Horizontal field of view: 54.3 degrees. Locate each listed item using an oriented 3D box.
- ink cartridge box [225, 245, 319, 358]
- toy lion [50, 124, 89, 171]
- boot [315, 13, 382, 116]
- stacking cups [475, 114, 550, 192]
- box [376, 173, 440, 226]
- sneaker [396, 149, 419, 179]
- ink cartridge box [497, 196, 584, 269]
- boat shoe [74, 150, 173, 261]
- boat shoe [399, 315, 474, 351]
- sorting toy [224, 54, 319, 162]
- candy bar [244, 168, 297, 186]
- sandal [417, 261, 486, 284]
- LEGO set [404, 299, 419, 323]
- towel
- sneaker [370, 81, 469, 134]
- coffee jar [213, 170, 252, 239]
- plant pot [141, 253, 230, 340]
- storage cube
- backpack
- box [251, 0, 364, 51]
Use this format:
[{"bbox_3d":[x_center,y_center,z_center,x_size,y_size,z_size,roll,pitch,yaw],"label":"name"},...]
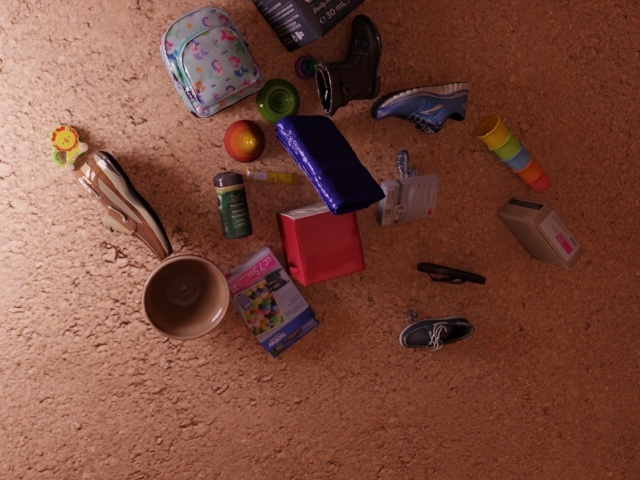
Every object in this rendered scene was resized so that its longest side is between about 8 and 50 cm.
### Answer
[{"bbox_3d":[-0.146,0.192,1.846,0.185,0.065,0.311,-37,111,-10],"label":"ink cartridge box"},{"bbox_3d":[-0.651,-0.240,1.598,0.096,0.034,0.100,35,87,-15],"label":"toy lion"},{"bbox_3d":[0.073,-0.489,1.736,0.229,0.091,0.263,-23,111,-44],"label":"boot"},{"bbox_3d":[0.635,-0.267,2.033,0.316,0.096,0.096,42,84,-23],"label":"stacking cups"},{"bbox_3d":[0.270,-0.125,1.921,0.186,0.038,0.145,-11,129,-17],"label":"box"},{"bbox_3d":[0.274,-0.219,1.934,0.058,0.052,0.135,-20,116,-20],"label":"sneaker"},{"bbox_3d":[0.724,-0.026,2.053,0.088,0.193,0.235,-46,112,-7],"label":"ink cartridge box"},{"bbox_3d":[-0.516,-0.076,1.638,0.119,0.122,0.324,-35,101,-6],"label":"boat shoe"},{"bbox_3d":[0.385,0.310,2.050,0.254,0.079,0.095,-5,102,-19],"label":"boat shoe"},{"bbox_3d":[-0.117,-0.366,1.719,0.127,0.126,0.366,41,85,-21],"label":"sorting toy"},{"bbox_3d":[-0.141,-0.182,1.800,0.161,0.018,0.040,3,95,-20],"label":"candy bar"},{"bbox_3d":[0.428,0.120,2.022,0.254,0.097,0.055,13,95,-22],"label":"sandal"},{"bbox_3d":[0.302,0.235,2.036,0.054,0.023,0.083,-9,103,-18],"label":"LEGO set"},{"bbox_3d":[0.023,-0.209,1.714,0.227,0.076,0.308,-13,65,-50],"label":"towel"},{"bbox_3d":[0.307,-0.387,1.870,0.329,0.129,0.147,-11,101,-18],"label":"sneaker"},{"bbox_3d":[-0.244,-0.100,1.736,0.079,0.096,0.185,-14,105,-20],"label":"coffee jar"},{"bbox_3d":[-0.374,0.146,1.722,0.237,0.109,0.238,-4,104,-18],"label":"plant pot"},{"bbox_3d":[0.000,0.000,1.798,0.214,0.183,0.193,-15,103,-16],"label":"storage cube"},{"bbox_3d":[-0.288,-0.466,1.613,0.225,0.191,0.254,-30,103,-12],"label":"backpack"},{"bbox_3d":[-0.015,-0.831,1.586,0.480,0.297,0.472,-43,109,-8],"label":"box"}]
